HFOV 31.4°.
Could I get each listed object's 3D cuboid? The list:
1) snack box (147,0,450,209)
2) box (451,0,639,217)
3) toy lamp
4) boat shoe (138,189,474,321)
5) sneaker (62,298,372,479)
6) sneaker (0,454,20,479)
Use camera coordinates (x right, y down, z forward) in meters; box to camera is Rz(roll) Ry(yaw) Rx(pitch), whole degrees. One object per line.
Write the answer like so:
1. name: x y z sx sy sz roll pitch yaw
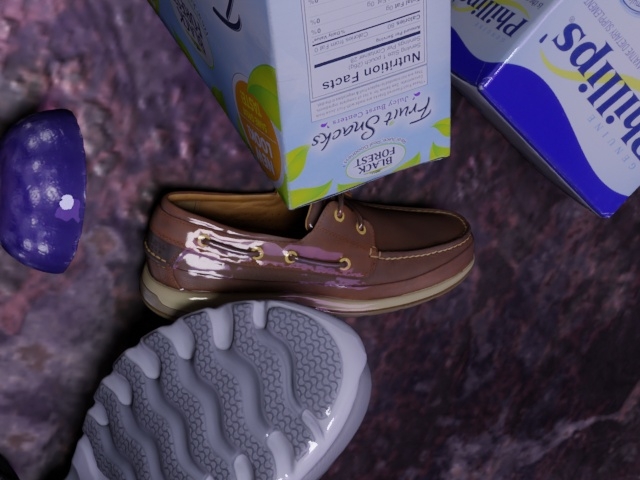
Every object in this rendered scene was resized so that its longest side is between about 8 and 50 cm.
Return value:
1. snack box: -0.024 -0.144 0.385 0.070 0.174 0.207 -20 132 -14
2. box: 0.142 -0.103 0.573 0.137 0.072 0.126 -48 127 6
3. toy lamp: -0.228 -0.027 0.415 0.275 0.080 0.080 1 118 -28
4. boat shoe: 0.000 0.000 0.567 0.178 0.064 0.060 -4 119 -21
5. sneaker: -0.062 0.122 0.577 0.115 0.105 0.281 3 142 -46
6. sneaker: -0.208 0.121 0.541 0.089 0.051 0.170 -43 131 -4
